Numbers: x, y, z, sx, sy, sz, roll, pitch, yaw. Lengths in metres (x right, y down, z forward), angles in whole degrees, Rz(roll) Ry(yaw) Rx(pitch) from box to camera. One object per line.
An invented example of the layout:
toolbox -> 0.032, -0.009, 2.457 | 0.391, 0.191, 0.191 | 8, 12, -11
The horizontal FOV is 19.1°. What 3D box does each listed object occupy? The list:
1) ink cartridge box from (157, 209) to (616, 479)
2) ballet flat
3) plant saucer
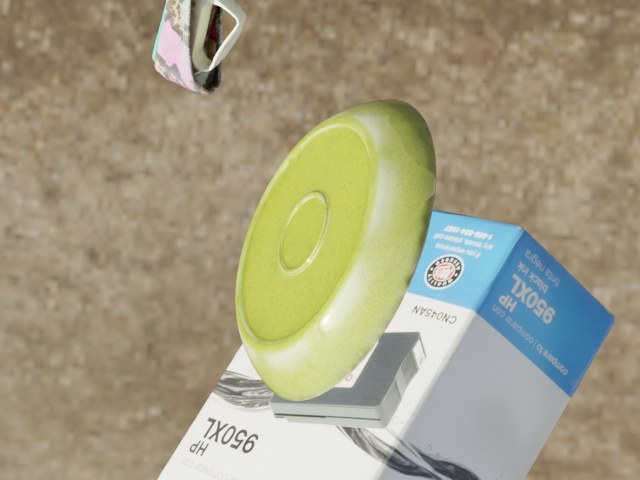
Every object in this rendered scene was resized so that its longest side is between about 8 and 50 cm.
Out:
ink cartridge box -> 0.046, 0.171, 1.783 | 0.166, 0.395, 0.285 | 42, 163, -34
ballet flat -> -0.094, -0.212, 1.594 | 0.079, 0.077, 0.221 | 30, 139, 18
plant saucer -> 0.000, 0.000, 1.423 | 0.037, 0.241, 0.241 | 22, 149, -27
